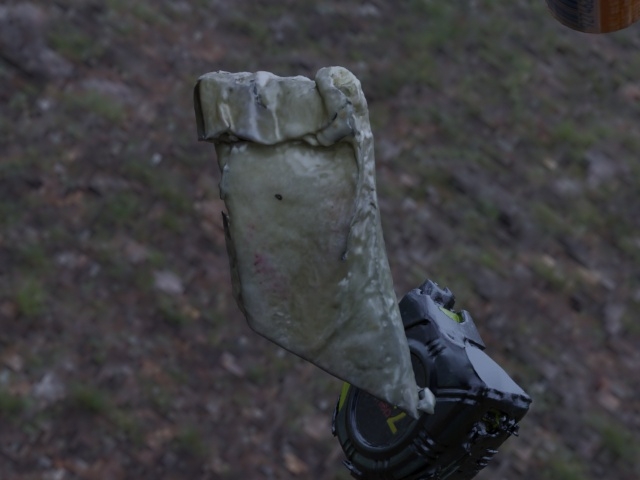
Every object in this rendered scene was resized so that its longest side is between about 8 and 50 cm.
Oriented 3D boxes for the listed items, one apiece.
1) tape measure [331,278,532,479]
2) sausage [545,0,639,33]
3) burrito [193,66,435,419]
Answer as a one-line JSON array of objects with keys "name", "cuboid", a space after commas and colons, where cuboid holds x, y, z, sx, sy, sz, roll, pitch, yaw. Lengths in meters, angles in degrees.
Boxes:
[{"name": "tape measure", "cuboid": [0.103, 0.165, 1.853, 0.112, 0.186, 0.199, 29, 20, -37]}, {"name": "sausage", "cuboid": [0.202, -0.278, 1.350, 0.093, 0.093, 0.312, 42, -15, 27]}, {"name": "burrito", "cuboid": [-0.011, 0.003, 1.689, 0.107, 0.175, 0.348, -30, 108, -59]}]
